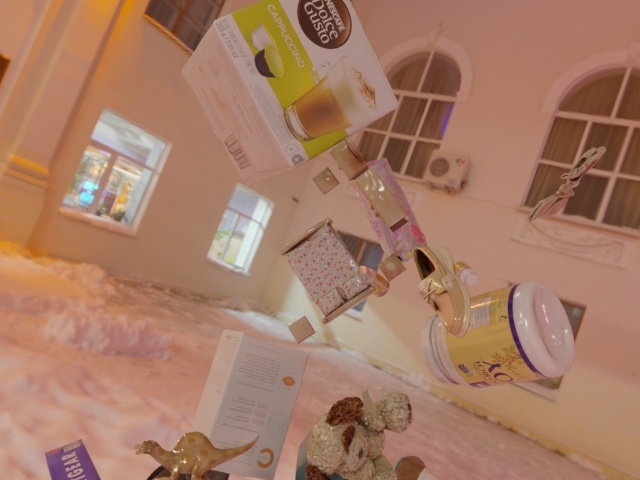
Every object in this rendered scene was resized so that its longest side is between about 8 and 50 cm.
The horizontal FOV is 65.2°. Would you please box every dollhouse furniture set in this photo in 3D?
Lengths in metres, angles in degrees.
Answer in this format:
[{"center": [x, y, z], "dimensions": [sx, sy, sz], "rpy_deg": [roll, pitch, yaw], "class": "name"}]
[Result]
[{"center": [0.000, 0.000, 1.055], "dimensions": [0.303, 0.355, 0.174], "rpy_deg": [55, 7, 10], "class": "dollhouse furniture set"}]

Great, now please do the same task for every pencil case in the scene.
[{"center": [0.169, -0.074, 1.284], "dimensions": [0.113, 0.273, 0.124], "rpy_deg": [-17, 12, 46], "class": "pencil case"}]

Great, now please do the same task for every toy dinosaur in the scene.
[{"center": [-0.173, 0.323, 0.718], "dimensions": [0.182, 0.093, 0.053], "rpy_deg": [7, -13, -19], "class": "toy dinosaur"}]

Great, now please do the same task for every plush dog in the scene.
[{"center": [0.060, 0.442, 1.122], "dimensions": [0.210, 0.263, 0.225], "rpy_deg": [15, -3, 40], "class": "plush dog"}]

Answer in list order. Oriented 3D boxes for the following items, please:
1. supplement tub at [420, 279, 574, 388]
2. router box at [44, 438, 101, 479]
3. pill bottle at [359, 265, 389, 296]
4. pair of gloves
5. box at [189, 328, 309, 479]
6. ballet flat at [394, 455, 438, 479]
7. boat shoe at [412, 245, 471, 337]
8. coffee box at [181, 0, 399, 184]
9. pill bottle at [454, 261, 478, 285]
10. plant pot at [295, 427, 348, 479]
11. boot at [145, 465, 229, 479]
[{"center": [0.459, 0.260, 1.329], "dimensions": [0.240, 0.241, 0.331], "rpy_deg": [23, -34, -33], "class": "supplement tub"}, {"center": [-0.473, 0.610, 1.019], "dimensions": [0.082, 0.302, 0.335], "rpy_deg": [-13, 6, -33], "class": "router box"}, {"center": [0.164, 0.129, 1.603], "dimensions": [0.116, 0.065, 0.065], "rpy_deg": [38, -13, -34], "class": "pill bottle"}, {"center": [0.689, -0.150, 1.386], "dimensions": [0.204, 0.240, 0.042], "rpy_deg": [-16, 55, -48], "class": "pair of gloves"}, {"center": [-0.202, 0.445, 1.381], "dimensions": [0.214, 0.346, 0.168], "rpy_deg": [24, -16, -25], "class": "box"}, {"center": [0.347, 0.821, 1.702], "dimensions": [0.124, 0.116, 0.342], "rpy_deg": [21, -23, 34], "class": "ballet flat"}, {"center": [0.170, 0.070, 0.731], "dimensions": [0.059, 0.063, 0.170], "rpy_deg": [9, 36, -11], "class": "boat shoe"}, {"center": [-0.082, -0.373, 1.225], "dimensions": [0.338, 0.334, 0.338], "rpy_deg": [61, -23, -12], "class": "coffee box"}, {"center": [0.368, 0.086, 1.271], "dimensions": [0.043, 0.044, 0.083], "rpy_deg": [22, 13, -14], "class": "pill bottle"}, {"center": [0.029, 0.608, 1.271], "dimensions": [0.165, 0.166, 0.234], "rpy_deg": [9, 41, -24], "class": "plant pot"}, {"center": [-0.449, 0.833, 1.661], "dimensions": [0.222, 0.118, 0.338], "rpy_deg": [25, 23, 13], "class": "boot"}]
